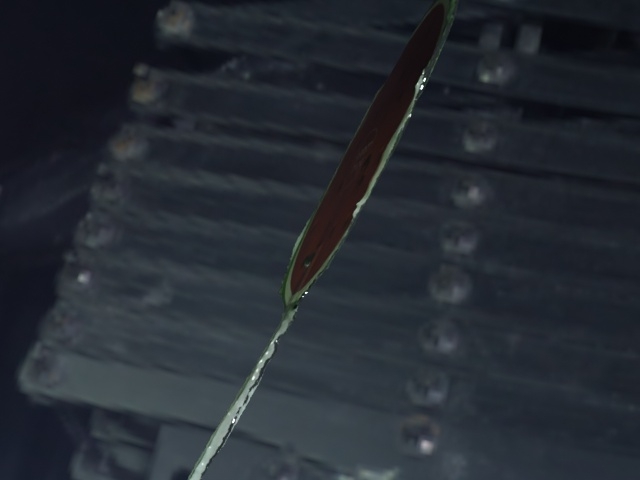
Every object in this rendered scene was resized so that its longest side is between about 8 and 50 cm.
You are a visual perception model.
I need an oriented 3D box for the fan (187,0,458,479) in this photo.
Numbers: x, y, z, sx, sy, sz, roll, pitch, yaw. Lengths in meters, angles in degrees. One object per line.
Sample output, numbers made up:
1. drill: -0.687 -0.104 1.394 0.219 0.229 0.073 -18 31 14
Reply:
1. fan: 0.000 0.000 0.378 0.005 0.133 0.085 28 -12 -6
